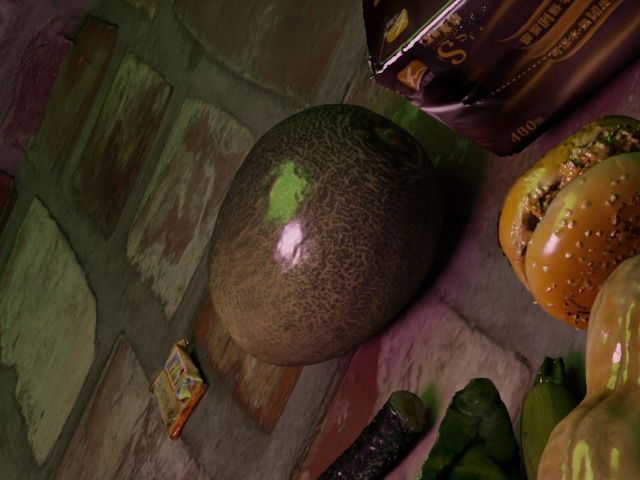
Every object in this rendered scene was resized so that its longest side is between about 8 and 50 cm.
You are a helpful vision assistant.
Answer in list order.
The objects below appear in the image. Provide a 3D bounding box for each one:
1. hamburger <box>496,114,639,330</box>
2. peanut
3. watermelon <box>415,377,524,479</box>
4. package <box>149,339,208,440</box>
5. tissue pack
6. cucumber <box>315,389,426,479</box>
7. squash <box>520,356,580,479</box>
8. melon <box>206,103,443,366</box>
[{"bbox_3d":[0.251,-0.015,1.132,0.191,0.182,0.118,-53,46,13],"label":"hamburger"},{"bbox_3d":[0.252,0.148,1.028,0.147,0.147,0.305,-10,52,59],"label":"peanut"},{"bbox_3d":[0.111,0.281,1.232,0.129,0.123,0.301,-73,0,-64],"label":"watermelon"},{"bbox_3d":[-0.211,0.218,1.965,0.108,0.031,0.120,-59,34,20],"label":"package"},{"bbox_3d":[0.231,-0.280,1.284,0.370,0.210,0.198,-41,33,34],"label":"tissue pack"},{"bbox_3d":[0.043,0.244,1.453,0.214,0.058,0.052,-52,38,35],"label":"cucumber"},{"bbox_3d":[0.214,0.205,1.158,0.066,0.066,0.252,-51,31,31],"label":"squash"},{"bbox_3d":[0.000,0.000,1.505,0.329,0.249,0.248,-59,28,33],"label":"melon"}]
